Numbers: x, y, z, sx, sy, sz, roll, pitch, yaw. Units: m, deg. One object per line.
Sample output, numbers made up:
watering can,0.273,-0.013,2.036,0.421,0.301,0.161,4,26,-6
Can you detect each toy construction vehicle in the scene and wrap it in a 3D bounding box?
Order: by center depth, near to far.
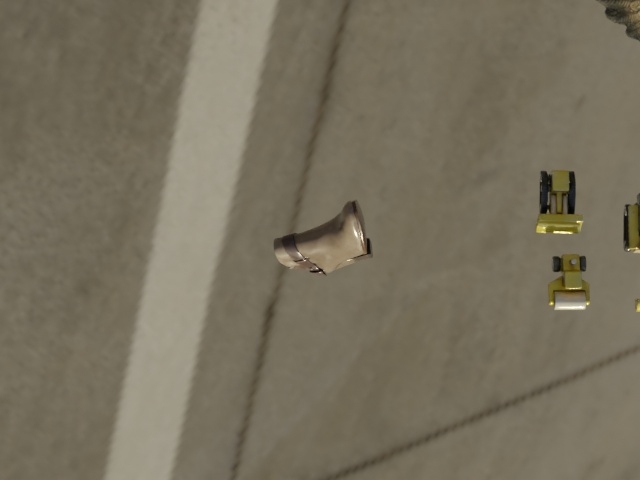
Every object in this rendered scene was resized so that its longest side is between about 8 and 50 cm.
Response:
toy construction vehicle,0.191,-0.001,1.128,0.035,0.086,0.098,88,5,-80

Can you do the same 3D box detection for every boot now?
boot,0.000,0.000,1.514,0.118,0.087,0.042,71,14,-62

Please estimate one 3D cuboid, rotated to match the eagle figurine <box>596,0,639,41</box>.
eagle figurine,0.381,-0.254,1.530,0.225,0.298,0.226,-78,146,-57
